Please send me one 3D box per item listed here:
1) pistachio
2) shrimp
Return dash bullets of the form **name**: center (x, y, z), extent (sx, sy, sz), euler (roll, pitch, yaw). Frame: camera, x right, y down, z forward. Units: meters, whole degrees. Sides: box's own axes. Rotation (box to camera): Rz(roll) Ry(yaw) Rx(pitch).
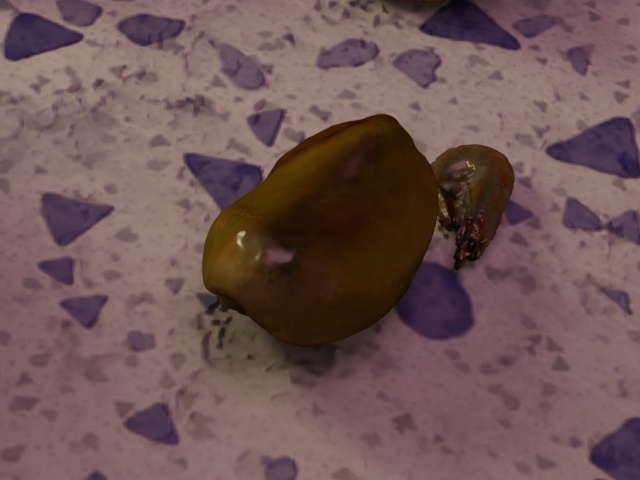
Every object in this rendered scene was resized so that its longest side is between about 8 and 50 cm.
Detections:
- **pistachio**: center (0.003, 0.002, 1.046), extent (0.110, 0.100, 0.189), euler (47, 41, -3)
- **shrimp**: center (0.088, -0.024, 1.140), extent (0.059, 0.023, 0.108), euler (16, 47, 12)
